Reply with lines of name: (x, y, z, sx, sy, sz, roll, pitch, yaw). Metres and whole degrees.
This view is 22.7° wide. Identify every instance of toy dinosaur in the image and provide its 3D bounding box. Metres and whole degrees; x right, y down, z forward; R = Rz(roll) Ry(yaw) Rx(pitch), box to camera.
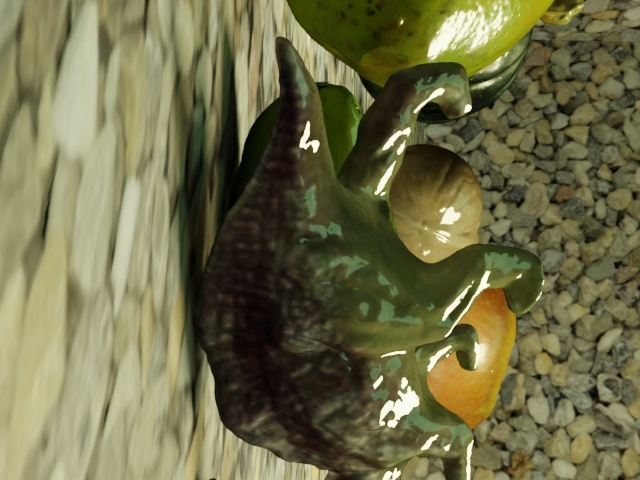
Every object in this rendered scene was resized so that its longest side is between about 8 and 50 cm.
toy dinosaur: (0.018, 0.043, 0.740, 0.077, 0.162, 0.294, 18, -64, 56)

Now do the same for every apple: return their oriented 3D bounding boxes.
apple: (0.143, 0.128, 1.962, 0.210, 0.173, 0.234, -86, -175, -67)

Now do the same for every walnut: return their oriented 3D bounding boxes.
walnut: (0.102, -0.030, 1.637, 0.162, 0.140, 0.140, -110, -160, -76)

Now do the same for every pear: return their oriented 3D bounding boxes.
pear: (0.055, -0.175, 0.877, 0.187, 0.188, 0.219, 83, 12, -59)

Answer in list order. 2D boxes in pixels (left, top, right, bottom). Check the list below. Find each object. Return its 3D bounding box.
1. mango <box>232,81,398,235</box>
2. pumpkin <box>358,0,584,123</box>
mango: (0.000, 0.000, 0.817, 0.074, 0.091, 0.165, -29, 123, -70)
pumpkin: (0.117, -0.222, 1.356, 0.250, 0.216, 0.249, 18, 90, -80)
